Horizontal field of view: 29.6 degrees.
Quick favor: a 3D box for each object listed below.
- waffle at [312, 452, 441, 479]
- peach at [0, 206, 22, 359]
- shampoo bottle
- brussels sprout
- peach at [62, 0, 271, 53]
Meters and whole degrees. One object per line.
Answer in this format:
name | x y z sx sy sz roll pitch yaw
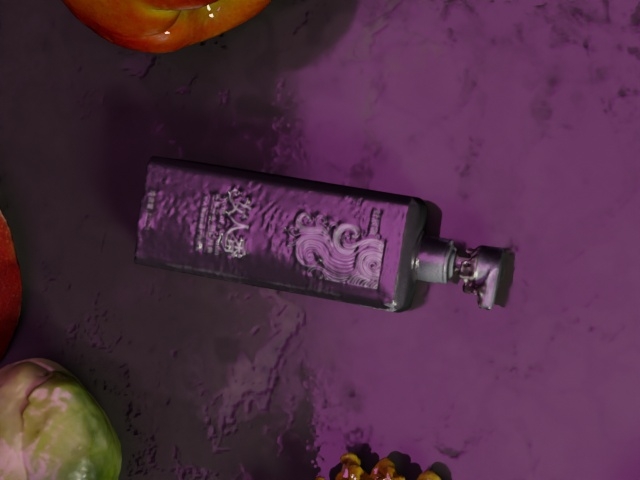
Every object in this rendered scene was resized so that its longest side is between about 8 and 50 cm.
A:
waffle | 0.046 0.302 1.002 0.229 0.051 0.231 44 98 12
peach | -0.362 0.031 1.070 0.189 0.068 0.279 -1 108 -8
shampoo bottle | 0.000 -0.001 1.014 0.310 0.071 0.098 10 88 13
brussels sprout | -0.248 0.185 1.052 0.155 0.117 0.155 -1 70 3
peach | -0.128 -0.279 0.989 0.244 0.199 0.243 1 92 31
